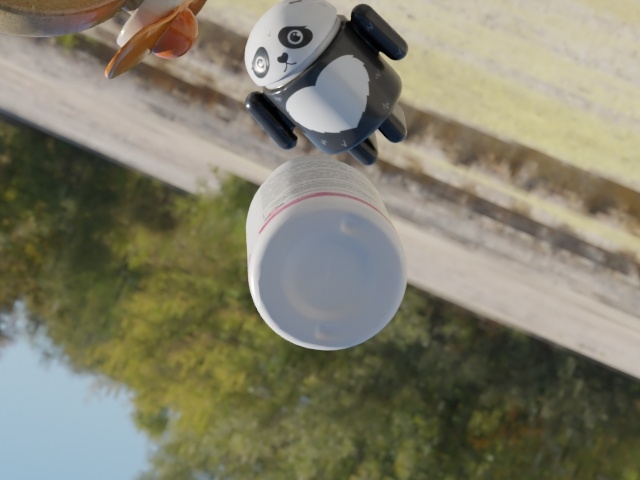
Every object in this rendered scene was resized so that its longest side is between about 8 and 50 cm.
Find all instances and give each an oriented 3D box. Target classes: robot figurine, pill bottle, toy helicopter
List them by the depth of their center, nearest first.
[{"bbox_3d":[-0.123,-0.234,1.032,0.235,0.355,0.140,58,143,14],"label":"toy helicopter"},{"bbox_3d":[0.000,0.000,1.512,0.160,0.160,0.283,24,-167,-10],"label":"pill bottle"},{"bbox_3d":[0.012,-0.242,2.116,0.278,0.209,0.173,45,160,-22],"label":"robot figurine"}]
